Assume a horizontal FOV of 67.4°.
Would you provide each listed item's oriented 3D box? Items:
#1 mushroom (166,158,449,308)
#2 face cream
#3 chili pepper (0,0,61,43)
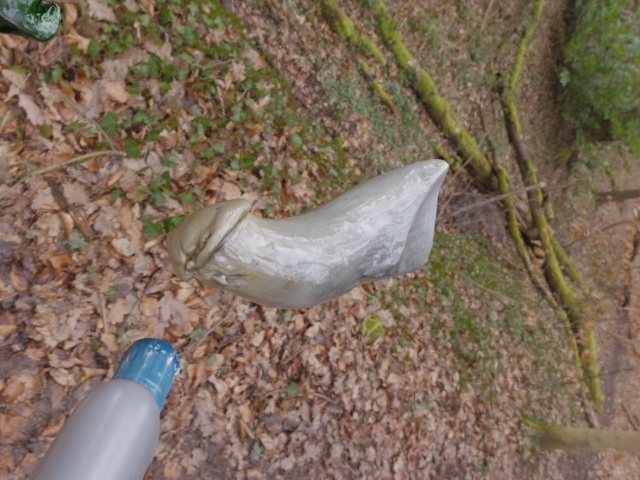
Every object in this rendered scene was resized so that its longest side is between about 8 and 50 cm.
[{"bbox_3d":[-0.001,0.000,0.618,0.397,0.126,0.177,-19,132,-37],"label":"mushroom"},{"bbox_3d":[-0.189,0.205,0.390,0.080,0.163,0.336,19,23,-8],"label":"face cream"},{"bbox_3d":[-0.275,-0.190,0.304,0.216,0.108,0.062,6,58,-56],"label":"chili pepper"}]
